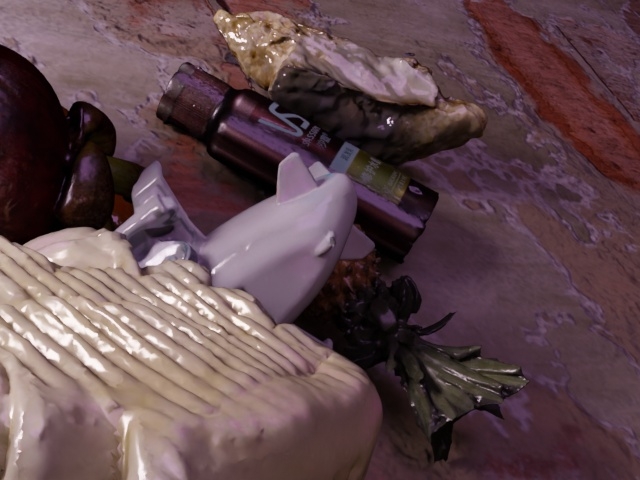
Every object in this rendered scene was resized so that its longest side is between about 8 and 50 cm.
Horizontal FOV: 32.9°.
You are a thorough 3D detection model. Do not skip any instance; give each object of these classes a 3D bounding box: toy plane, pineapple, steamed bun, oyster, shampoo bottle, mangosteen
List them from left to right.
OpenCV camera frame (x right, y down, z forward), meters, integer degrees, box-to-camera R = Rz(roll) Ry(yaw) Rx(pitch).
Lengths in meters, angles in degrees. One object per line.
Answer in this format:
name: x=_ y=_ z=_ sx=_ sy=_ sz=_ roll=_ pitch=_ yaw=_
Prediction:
mangosteen: x=-0.259 y=-0.050 z=0.882 sx=0.257 sy=0.215 sz=0.215 roll=12 pitch=39 yaw=-25
steamed bun: x=-0.164 y=0.139 z=0.697 sx=0.339 sy=0.247 sz=0.352 roll=27 pitch=21 yaw=23
toy plane: x=-0.068 y=0.032 z=0.916 sx=0.252 sy=0.252 sz=0.118 roll=10 pitch=19 yaw=-27
shampoo bottle: x=-0.026 y=-0.093 z=1.218 sx=0.323 sy=0.084 sz=0.129 roll=30 pitch=32 yaw=1
oyster: x=0.025 y=-0.175 z=1.302 sx=0.341 sy=0.166 sz=0.110 roll=28 pitch=56 yaw=-20
pineapple: x=0.063 y=0.081 z=1.035 sx=0.277 sy=0.119 sz=0.130 roll=46 pitch=29 yaw=24

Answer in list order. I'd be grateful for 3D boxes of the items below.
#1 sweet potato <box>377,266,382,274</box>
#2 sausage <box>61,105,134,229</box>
sweet potato: x=-0.001 y=-0.002 z=1.164 sx=0.153 sy=0.038 sz=0.041 roll=26 pitch=12 yaw=-2
sausage: x=-0.230 y=-0.052 z=1.028 sx=0.076 sy=0.076 sz=0.197 roll=-11 pitch=53 yaw=-44
